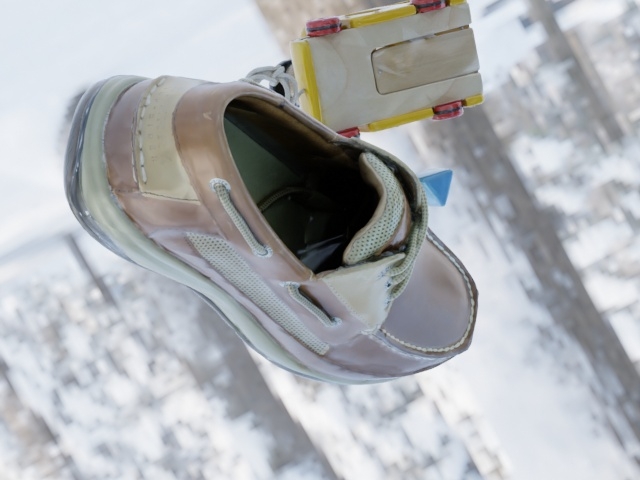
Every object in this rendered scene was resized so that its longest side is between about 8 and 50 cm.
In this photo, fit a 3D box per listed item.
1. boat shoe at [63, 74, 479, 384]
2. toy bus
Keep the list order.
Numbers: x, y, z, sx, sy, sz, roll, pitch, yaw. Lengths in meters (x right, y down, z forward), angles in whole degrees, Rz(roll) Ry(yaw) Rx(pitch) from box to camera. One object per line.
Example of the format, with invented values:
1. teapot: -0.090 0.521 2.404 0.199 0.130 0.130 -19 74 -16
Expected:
1. boat shoe: 0.000 0.000 1.077 0.120 0.123 0.324 -9 156 37
2. toy bus: 0.027 -0.131 1.486 0.104 0.202 0.191 5 -118 58
